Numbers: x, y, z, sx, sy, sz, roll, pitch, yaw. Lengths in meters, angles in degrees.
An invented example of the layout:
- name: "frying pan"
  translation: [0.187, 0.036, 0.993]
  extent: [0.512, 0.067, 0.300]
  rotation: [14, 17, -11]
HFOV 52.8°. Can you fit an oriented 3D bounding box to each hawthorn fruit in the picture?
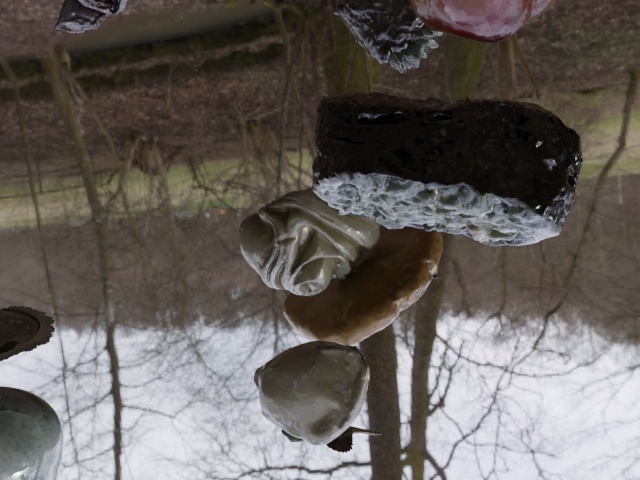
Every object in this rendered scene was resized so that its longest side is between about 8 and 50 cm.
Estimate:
- name: "hawthorn fruit"
  translation: [0.151, -0.290, 0.610]
  extent: [0.169, 0.188, 0.169]
  rotation: [-12, -143, 9]

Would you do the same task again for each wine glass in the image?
- name: "wine glass"
  translation: [-0.503, 0.281, 0.966]
  extent: [0.238, 0.322, 0.238]
  rotation: [2, -160, -1]

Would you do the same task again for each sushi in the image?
- name: "sushi"
  translation: [0.164, -0.104, 0.869]
  extent: [0.351, 0.170, 0.211]
  rotation: [9, 165, 8]

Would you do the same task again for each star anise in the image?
- name: "star anise"
  translation: [-0.408, -0.467, 1.213]
  extent: [0.089, 0.209, 0.231]
  rotation: [42, 165, -27]

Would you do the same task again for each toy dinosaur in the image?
- name: "toy dinosaur"
  translation: [0.024, 0.331, 1.101]
  extent: [0.188, 0.044, 0.106]
  rotation: [26, -167, -9]

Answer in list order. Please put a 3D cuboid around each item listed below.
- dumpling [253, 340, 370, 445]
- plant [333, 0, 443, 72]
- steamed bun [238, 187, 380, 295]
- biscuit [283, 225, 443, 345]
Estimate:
- name: "dumpling"
  translation: [-0.014, 0.203, 0.860]
  extent: [0.199, 0.136, 0.118]
  rotation: [-15, 176, 41]
- name: "plant"
  translation: [0.126, -0.389, 1.166]
  extent: [0.129, 0.194, 0.132]
  rotation: [-47, -160, 14]
- name: "steamed bun"
  translation: [-0.005, 0.003, 1.444]
  extent: [0.325, 0.219, 0.310]
  rotation: [-14, 171, -31]
- name: "biscuit"
  translation: [0.098, 0.086, 1.589]
  extent: [0.429, 0.104, 0.446]
  rotation: [-40, -159, -3]
